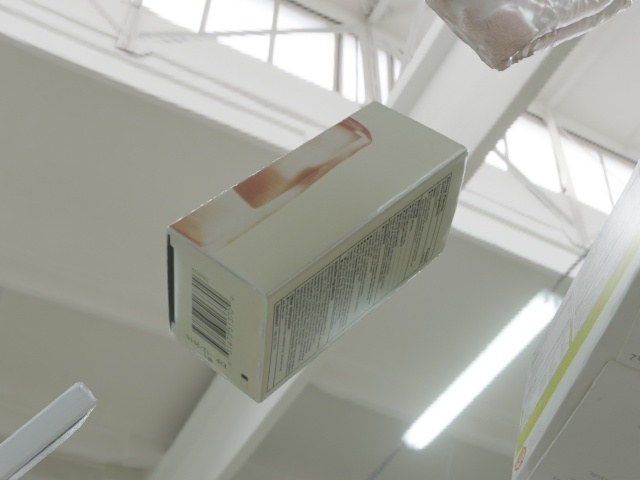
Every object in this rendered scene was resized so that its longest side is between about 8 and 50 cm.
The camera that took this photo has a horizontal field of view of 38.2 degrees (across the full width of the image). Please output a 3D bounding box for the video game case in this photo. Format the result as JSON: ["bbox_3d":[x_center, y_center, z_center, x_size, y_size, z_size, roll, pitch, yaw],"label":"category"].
[{"bbox_3d":[-0.235,0.172,0.621,0.022,0.190,0.173,50,-23,0],"label":"video game case"}]

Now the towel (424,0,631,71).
[{"bbox_3d":[0.079,-0.272,0.667,0.332,0.317,0.053,47,-54,9],"label":"towel"}]

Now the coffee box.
[{"bbox_3d":[0.462,0.148,1.091,0.337,0.334,0.338,25,-65,7],"label":"coffee box"}]

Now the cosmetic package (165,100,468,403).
[{"bbox_3d":[0.000,0.000,0.904,0.129,0.296,0.153,33,-43,27],"label":"cosmetic package"}]
